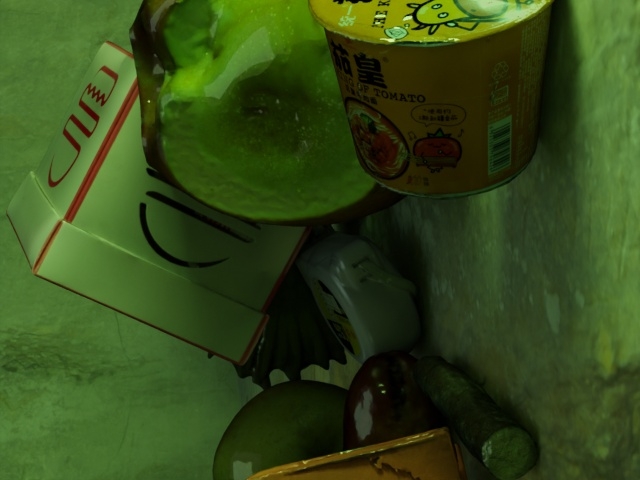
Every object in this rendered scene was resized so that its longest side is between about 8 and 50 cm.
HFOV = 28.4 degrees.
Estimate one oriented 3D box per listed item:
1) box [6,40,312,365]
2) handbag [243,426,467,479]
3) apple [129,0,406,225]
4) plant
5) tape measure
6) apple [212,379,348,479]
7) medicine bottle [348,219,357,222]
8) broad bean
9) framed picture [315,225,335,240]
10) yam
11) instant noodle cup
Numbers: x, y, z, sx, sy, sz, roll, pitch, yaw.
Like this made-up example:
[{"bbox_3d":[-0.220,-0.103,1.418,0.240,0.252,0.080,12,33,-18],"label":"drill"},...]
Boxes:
[{"bbox_3d":[-0.205,-0.060,1.704,0.300,0.314,0.312,-62,24,3],"label":"box"},{"bbox_3d":[0.057,0.424,1.327,0.116,0.303,0.410,62,-166,-77],"label":"handbag"},{"bbox_3d":[-0.037,-0.190,1.375,0.384,0.374,0.374,118,145,-81],"label":"apple"},{"bbox_3d":[-0.054,0.042,1.796,0.180,0.251,0.334,46,145,45],"label":"plant"},{"bbox_3d":[0.059,0.071,1.615,0.178,0.105,0.196,65,164,-16],"label":"tape measure"},{"bbox_3d":[-0.017,0.314,1.761,0.194,0.260,0.261,130,134,-67],"label":"apple"},{"bbox_3d":[0.020,-0.069,1.894,0.220,0.061,0.092,-167,54,-79],"label":"medicine bottle"},{"bbox_3d":[0.086,0.243,1.554,0.156,0.122,0.229,-105,16,-54],"label":"broad bean"},{"bbox_3d":[0.000,0.000,1.943,0.183,0.011,0.142,56,162,11],"label":"framed picture"},{"bbox_3d":[0.158,0.180,1.350,0.274,0.061,0.061,-132,38,-73],"label":"yam"},{"bbox_3d":[0.105,-0.151,1.105,0.216,0.215,0.172,-112,11,-54],"label":"instant noodle cup"}]
